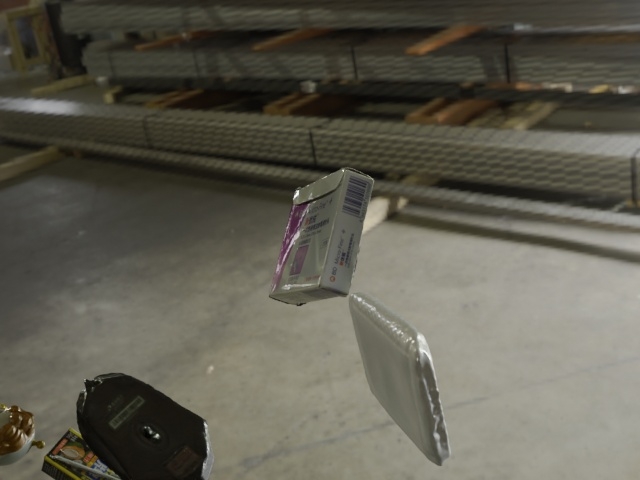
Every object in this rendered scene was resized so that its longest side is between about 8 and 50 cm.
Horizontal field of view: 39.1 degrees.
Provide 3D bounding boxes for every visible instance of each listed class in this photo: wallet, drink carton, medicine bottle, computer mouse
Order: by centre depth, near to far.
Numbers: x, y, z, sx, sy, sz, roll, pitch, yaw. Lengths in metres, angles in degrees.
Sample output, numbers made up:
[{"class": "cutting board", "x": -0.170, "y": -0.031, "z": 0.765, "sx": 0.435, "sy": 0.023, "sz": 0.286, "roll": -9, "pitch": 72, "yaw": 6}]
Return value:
[{"class": "wallet", "x": 0.072, "y": 0.119, "z": 0.832, "sx": 0.032, "sy": 0.124, "sz": 0.183, "roll": -16, "pitch": 16, "yaw": -14}, {"class": "computer mouse", "x": -0.182, "y": 0.204, "z": 0.936, "sx": 0.172, "sy": 0.057, "sz": 0.099, "roll": 37, "pitch": 57, "yaw": 18}, {"class": "medicine bottle", "x": 0.000, "y": 0.000, "z": 1.242, "sx": 0.052, "sy": 0.171, "sz": 0.201, "roll": 18, "pitch": -12, "yaw": -19}, {"class": "drink carton", "x": -0.361, "y": 0.381, "z": 1.459, "sx": 0.166, "sy": 0.056, "sz": 0.071, "roll": 31, "pitch": 46, "yaw": 5}]

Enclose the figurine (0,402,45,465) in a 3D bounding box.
[{"class": "figurine", "x": -0.423, "y": 0.254, "z": 1.123, "sx": 0.143, "sy": 0.068, "sz": 0.101, "roll": -24, "pitch": 26, "yaw": -11}]
